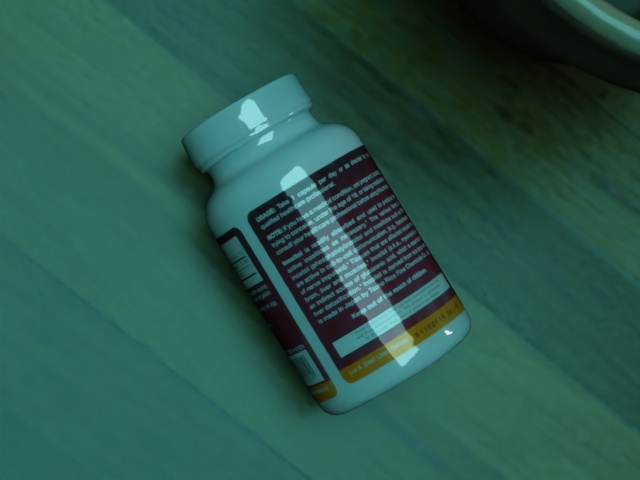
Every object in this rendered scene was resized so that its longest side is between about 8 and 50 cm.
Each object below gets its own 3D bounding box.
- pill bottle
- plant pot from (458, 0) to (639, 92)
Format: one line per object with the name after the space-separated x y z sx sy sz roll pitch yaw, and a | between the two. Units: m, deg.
0.000 0.000 0.790 0.086 0.086 0.152 -31 91 -12 | pill bottle
0.148 -0.181 0.765 0.263 0.229 0.263 1 84 -11 | plant pot
